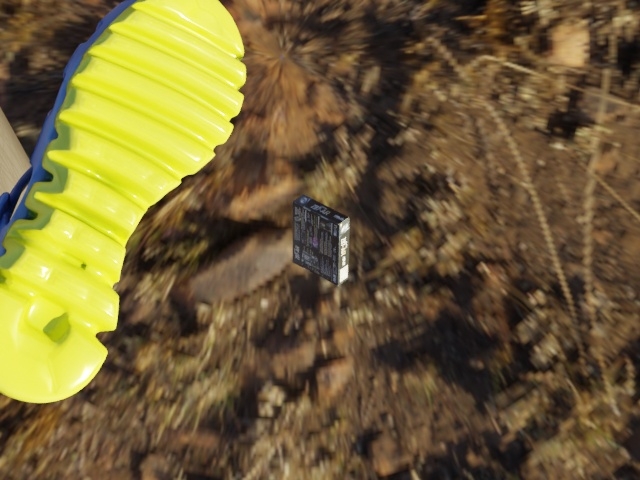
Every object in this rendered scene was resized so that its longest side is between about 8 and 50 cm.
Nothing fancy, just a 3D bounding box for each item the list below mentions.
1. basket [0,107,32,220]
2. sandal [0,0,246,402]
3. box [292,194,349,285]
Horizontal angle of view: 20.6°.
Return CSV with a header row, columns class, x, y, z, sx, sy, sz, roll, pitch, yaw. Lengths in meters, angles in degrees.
class,x,y,z,sx,sy,sz,roll,pitch,yaw
basket,-0.345,-0.093,1.499,0.154,0.204,0.227,-16,105,22
sandal,-0.168,-0.044,1.229,0.126,0.138,0.317,38,75,-28
box,0.000,0.000,1.893,0.067,0.018,0.083,27,134,32
